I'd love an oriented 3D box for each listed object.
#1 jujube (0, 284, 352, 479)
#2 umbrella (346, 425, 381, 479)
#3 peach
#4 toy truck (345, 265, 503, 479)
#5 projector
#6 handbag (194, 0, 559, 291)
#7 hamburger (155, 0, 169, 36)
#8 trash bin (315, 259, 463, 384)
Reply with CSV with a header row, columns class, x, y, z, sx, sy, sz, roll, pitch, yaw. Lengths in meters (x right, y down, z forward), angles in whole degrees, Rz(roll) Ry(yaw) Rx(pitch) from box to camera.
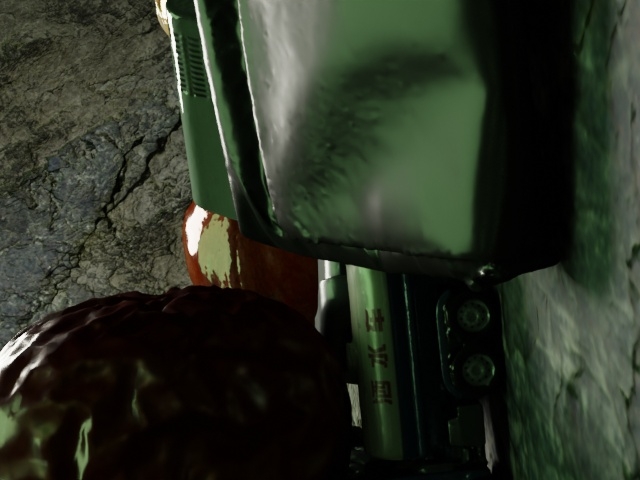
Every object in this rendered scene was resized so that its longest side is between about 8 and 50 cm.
class,x,y,z,sx,sy,sz,roll,pitch,yaw
jujube,-0.099,0.124,0.607,0.213,0.232,0.213,180,90,-84
umbrella,0.054,0.233,0.873,0.272,0.110,0.122,80,-176,-73
peach,-0.036,0.027,1.052,0.232,0.232,0.257,105,171,-81
toy truck,0.061,0.087,0.561,0.074,0.088,0.202,175,89,-86
projector,-0.031,-0.167,0.833,0.250,0.108,0.198,-53,-27,-41
handbag,0.022,-0.107,0.464,0.223,0.080,0.247,8,112,54
hamburger,-0.084,-0.319,1.202,0.276,0.276,0.237,88,164,-46
trash bin,0.043,-0.009,0.708,0.177,0.101,0.236,90,178,-76
